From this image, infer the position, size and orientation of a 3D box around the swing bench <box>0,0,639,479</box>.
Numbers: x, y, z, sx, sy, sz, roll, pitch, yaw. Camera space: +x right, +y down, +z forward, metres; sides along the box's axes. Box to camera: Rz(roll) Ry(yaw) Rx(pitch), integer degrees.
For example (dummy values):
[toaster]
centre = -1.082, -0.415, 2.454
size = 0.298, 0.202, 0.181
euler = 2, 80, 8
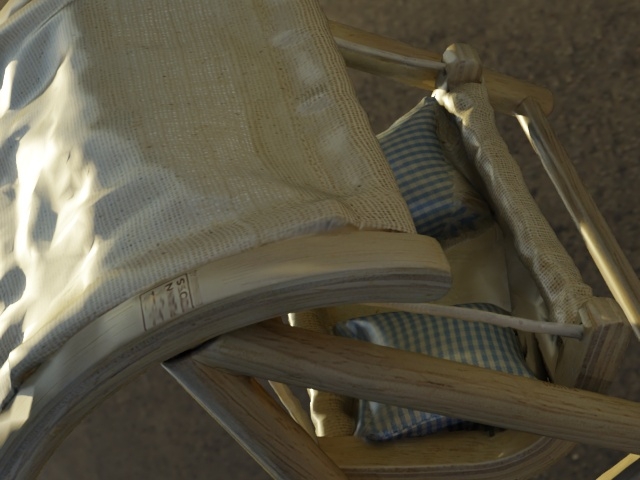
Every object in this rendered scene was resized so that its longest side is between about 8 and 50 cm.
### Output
[swing bench]
centre = 0.000, 0.000, 0.571
size = 0.165, 0.254, 0.253
euler = -44, 37, 21
